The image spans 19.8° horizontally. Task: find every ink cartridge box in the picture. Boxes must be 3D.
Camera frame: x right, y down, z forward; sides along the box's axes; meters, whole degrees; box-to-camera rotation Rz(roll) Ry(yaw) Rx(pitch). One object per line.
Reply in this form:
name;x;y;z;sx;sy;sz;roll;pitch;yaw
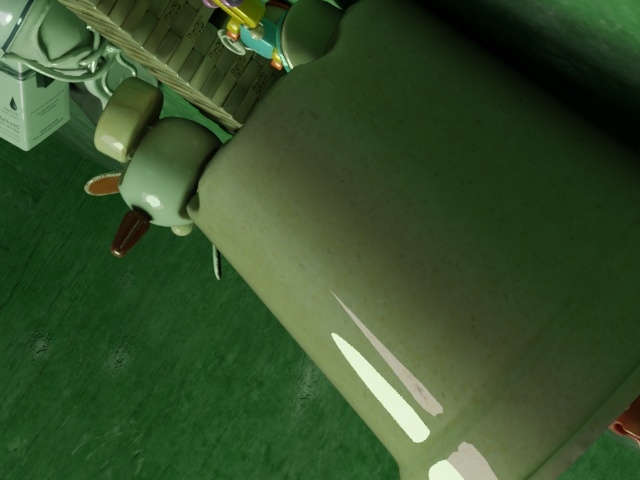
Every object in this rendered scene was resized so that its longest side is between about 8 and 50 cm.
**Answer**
ink cartridge box;-0.386;-0.235;2.211;0.153;0.087;0.208;28;139;23

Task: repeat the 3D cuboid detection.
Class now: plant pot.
plant pot;0.087;-0.002;1.293;0.305;0.334;0.334;43;175;1

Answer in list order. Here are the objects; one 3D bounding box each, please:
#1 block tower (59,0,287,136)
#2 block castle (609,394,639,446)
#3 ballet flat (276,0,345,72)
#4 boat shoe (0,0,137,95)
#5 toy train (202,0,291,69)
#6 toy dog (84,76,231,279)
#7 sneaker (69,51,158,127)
block tower;-0.125;-0.192;1.690;0.097;0.091;0.335;25;172;44
block castle;0.137;0.038;1.688;0.453;0.213;0.303;28;174;29
ballet flat;0.051;-0.126;1.479;0.086;0.086;0.248;28;175;31
boat shoe;-0.255;-0.219;1.924;0.156;0.136;0.367;32;177;-3
toy train;-0.082;-0.211;1.549;0.125;0.046;0.166;28;171;41
toy dog;-0.148;-0.036;1.878;0.220;0.161;0.333;30;173;27
sneaker;-0.305;-0.221;2.372;0.147;0.104;0.296;32;169;13
